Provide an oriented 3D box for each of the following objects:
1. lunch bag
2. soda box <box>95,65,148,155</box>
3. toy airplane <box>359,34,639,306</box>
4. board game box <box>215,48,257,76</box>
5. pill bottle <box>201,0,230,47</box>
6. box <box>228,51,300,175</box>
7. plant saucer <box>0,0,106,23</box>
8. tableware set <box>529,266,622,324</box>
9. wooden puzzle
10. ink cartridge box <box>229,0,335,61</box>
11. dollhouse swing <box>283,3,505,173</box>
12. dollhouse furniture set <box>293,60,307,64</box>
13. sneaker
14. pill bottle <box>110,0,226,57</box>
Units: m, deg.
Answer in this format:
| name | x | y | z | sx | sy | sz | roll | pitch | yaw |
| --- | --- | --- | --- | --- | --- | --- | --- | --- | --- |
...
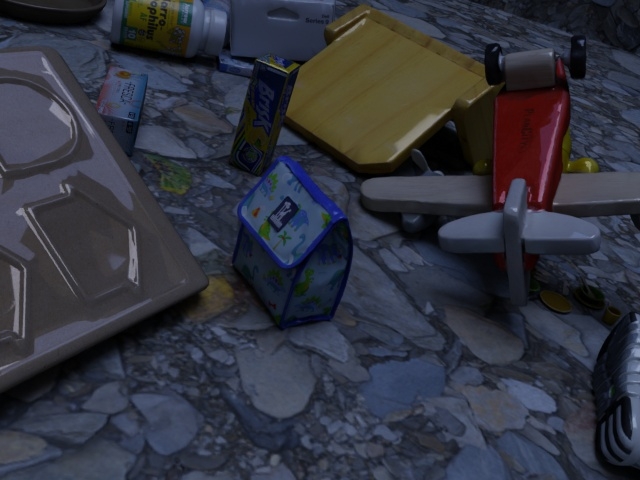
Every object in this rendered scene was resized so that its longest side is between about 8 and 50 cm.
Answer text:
| name | x | y | z | sx | sy | sz | roll | pitch | yaw |
| --- | --- | --- | --- | --- | --- | --- | --- | --- | --- |
| lunch bag | -0.029 | 0.000 | 0.762 | 0.096 | 0.151 | 0.129 | -7 | 40 | -37 |
| soda box | -0.299 | -0.197 | 1.019 | 0.062 | 0.058 | 0.183 | 10 | 33 | -15 |
| toy airplane | 0.299 | -0.068 | 0.967 | 0.384 | 0.272 | 0.386 | -35 | 50 | -6 |
| board game box | -0.166 | -0.363 | 1.393 | 0.089 | 0.020 | 0.090 | 6 | 33 | -18 |
| pill bottle | -0.230 | -0.470 | 1.465 | 0.087 | 0.087 | 0.160 | 13 | 31 | -10 |
| box | -0.084 | -0.187 | 1.012 | 0.054 | 0.169 | 0.059 | 23 | 30 | 6 |
| plant saucer | -0.573 | -0.496 | 1.362 | 0.277 | 0.041 | 0.278 | 15 | 30 | -9 |
| tableware set | 0.357 | 0.074 | 0.984 | 0.154 | 0.024 | 0.104 | 26 | 32 | 11 |
| wooden puzzle | -0.307 | -0.028 | 0.635 | 0.322 | 0.080 | 0.347 | 56 | 34 | 5 |
| ink cartridge box | -0.074 | -0.476 | 1.468 | 0.211 | 0.122 | 0.289 | 4 | 26 | 1 |
| dollhouse swing | 0.132 | -0.231 | 1.313 | 0.346 | 0.305 | 0.315 | 37 | -6 | 28 |
| dollhouse furniture set | 0.012 | -0.378 | 1.515 | 0.076 | 0.059 | 0.151 | -21 | 29 | -38 |
| sneaker | 0.389 | 0.188 | 0.778 | 0.132 | 0.086 | 0.229 | 28 | 42 | 5 |
| pill bottle | -0.292 | -0.420 | 1.317 | 0.208 | 0.118 | 0.118 | 8 | 32 | -18 |
